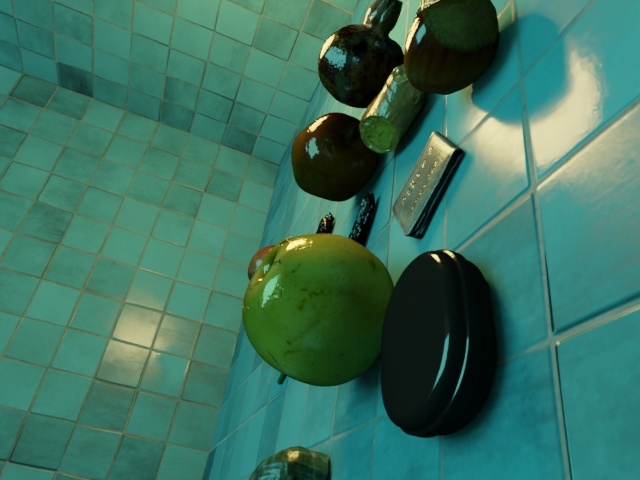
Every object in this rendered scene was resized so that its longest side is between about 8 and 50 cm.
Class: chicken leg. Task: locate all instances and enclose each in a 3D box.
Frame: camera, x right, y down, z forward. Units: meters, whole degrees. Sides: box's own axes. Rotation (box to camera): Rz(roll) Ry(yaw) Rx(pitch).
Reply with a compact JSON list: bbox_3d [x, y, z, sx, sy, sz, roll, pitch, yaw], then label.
[{"bbox_3d":[0.000,-0.004,1.896,0.089,0.048,0.219,-103,34,-72],"label":"chicken leg"}]

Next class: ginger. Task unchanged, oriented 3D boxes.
[{"bbox_3d":[0.204,-0.365,1.393,0.221,0.130,0.276,-64,10,-13],"label":"ginger"}]

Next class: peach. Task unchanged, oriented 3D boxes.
[{"bbox_3d":[-0.153,0.143,1.903,0.252,0.252,0.252,-162,90,-77],"label":"peach"}]

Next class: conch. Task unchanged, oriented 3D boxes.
[{"bbox_3d":[-0.088,0.618,1.188,0.220,0.195,0.277,-15,26,42],"label":"conch"}]

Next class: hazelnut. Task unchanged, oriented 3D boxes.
[{"bbox_3d":[0.277,-0.399,1.053,0.186,0.210,0.210,5,76,53],"label":"hazelnut"}]

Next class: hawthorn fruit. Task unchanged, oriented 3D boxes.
[{"bbox_3d":[0.055,-0.264,1.593,0.301,0.268,0.267,142,144,-64],"label":"hawthorn fruit"}]

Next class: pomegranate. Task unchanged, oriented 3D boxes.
[{"bbox_3d":[0.152,-0.584,1.579,0.285,0.285,0.340,-92,22,-57],"label":"pomegranate"}]

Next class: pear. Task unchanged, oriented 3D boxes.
[{"bbox_3d":[-0.002,0.146,1.127,0.348,0.348,0.348,-162,90,-77],"label":"pear"}]

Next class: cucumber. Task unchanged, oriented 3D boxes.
[{"bbox_3d":[0.121,-0.050,1.463,0.053,0.053,0.181,-172,103,-77],"label":"cucumber"}]

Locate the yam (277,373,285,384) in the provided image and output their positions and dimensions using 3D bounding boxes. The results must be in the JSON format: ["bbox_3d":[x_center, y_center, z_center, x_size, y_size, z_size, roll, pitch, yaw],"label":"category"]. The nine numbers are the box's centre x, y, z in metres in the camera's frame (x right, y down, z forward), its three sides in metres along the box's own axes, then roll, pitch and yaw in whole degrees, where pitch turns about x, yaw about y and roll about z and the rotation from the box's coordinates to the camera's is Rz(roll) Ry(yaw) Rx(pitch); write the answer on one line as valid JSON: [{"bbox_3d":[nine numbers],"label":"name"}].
[{"bbox_3d":[-0.130,0.476,1.838,0.021,0.021,0.116,-90,21,-54],"label":"yam"}]

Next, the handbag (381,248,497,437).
[{"bbox_3d":[0.181,0.162,0.831,0.254,0.093,0.308,120,162,-47],"label":"handbag"}]

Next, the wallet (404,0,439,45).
[{"bbox_3d":[0.339,-0.698,1.404,0.237,0.075,0.342,-123,53,-70],"label":"wallet"}]

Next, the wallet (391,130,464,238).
[{"bbox_3d":[0.231,-0.123,1.135,0.167,0.036,0.222,-100,31,-64],"label":"wallet"}]
